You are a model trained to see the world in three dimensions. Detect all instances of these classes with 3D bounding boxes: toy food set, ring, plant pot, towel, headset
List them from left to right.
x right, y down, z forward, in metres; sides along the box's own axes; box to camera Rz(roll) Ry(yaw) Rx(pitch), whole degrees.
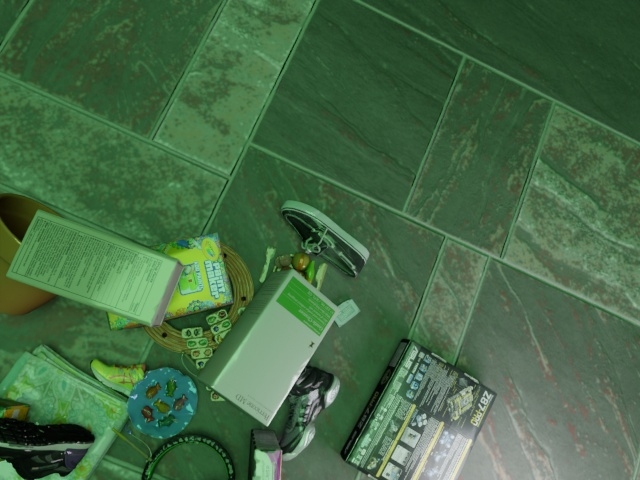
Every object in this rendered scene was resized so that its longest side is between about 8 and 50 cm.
[{"bbox_3d":[-0.757,0.051,1.244,0.203,0.291,0.291,-44,90,4],"label":"plant pot"},{"bbox_3d":[-0.716,0.504,1.258,0.320,0.090,0.374,33,77,-3],"label":"towel"},{"bbox_3d":[-0.351,0.724,1.285,0.243,0.185,0.394,2,65,-5],"label":"headset"},{"bbox_3d":[-0.362,0.156,1.407,0.337,0.032,0.336,1,82,-10],"label":"ring"},{"bbox_3d":[-0.081,0.096,1.461,0.192,0.038,0.132,17,78,-7],"label":"toy food set"}]

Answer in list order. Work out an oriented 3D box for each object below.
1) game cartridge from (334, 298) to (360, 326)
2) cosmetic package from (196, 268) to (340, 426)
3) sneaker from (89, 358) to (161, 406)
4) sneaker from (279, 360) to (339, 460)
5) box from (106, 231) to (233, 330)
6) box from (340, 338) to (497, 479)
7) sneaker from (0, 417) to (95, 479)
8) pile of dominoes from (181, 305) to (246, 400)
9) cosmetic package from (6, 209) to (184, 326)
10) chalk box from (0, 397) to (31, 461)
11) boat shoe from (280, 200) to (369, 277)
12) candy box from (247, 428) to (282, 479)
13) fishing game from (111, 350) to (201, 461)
[{"bbox_3d":[0.074,0.217,1.481,0.083,0.017,0.056,-35,92,-13],"label":"game cartridge"},{"bbox_3d":[-0.137,0.279,1.319,0.197,0.155,0.365,41,66,-18],"label":"cosmetic package"},{"bbox_3d":[-0.520,0.366,1.323,0.208,0.081,0.094,34,77,-15],"label":"sneaker"},{"bbox_3d":[-0.071,0.461,1.358,0.153,0.101,0.268,42,70,-18],"label":"sneaker"},{"bbox_3d":[-0.376,0.110,1.246,0.279,0.290,0.177,-13,84,-11],"label":"box"},{"bbox_3d":[0.291,0.537,1.427,0.318,0.097,0.395,31,77,-2],"label":"box"},{"bbox_3d":[-0.664,0.491,1.107,0.107,0.283,0.124,23,81,38],"label":"sneaker"},{"bbox_3d":[-0.255,0.320,1.363,0.196,0.040,0.251,-24,87,-15],"label":"pile of dominoes"},{"bbox_3d":[-0.458,0.064,1.025,0.296,0.129,0.153,22,78,-4],"label":"cosmetic package"},{"bbox_3d":[-0.833,0.430,1.139,0.213,0.132,0.132,13,74,-3],"label":"chalk box"},{"bbox_3d":[-0.001,0.001,1.454,0.306,0.113,0.105,38,62,-12],"label":"boat shoe"},{"bbox_3d":[-0.148,0.597,1.268,0.071,0.233,0.159,4,81,-9],"label":"candy box"},{"bbox_3d":[-0.415,0.431,1.299,0.264,0.041,0.189,-46,105,-30],"label":"fishing game"}]
